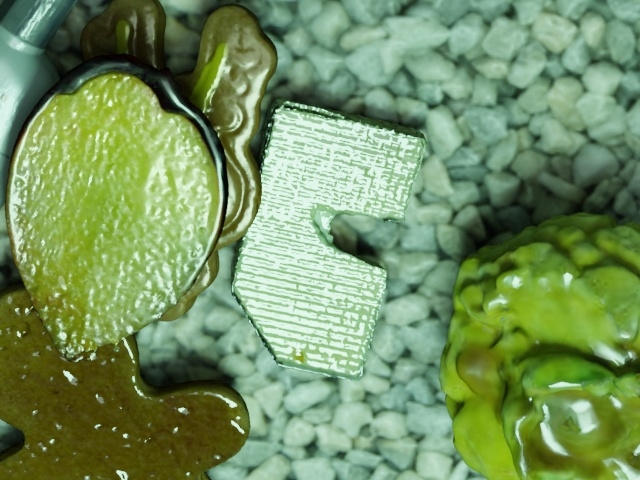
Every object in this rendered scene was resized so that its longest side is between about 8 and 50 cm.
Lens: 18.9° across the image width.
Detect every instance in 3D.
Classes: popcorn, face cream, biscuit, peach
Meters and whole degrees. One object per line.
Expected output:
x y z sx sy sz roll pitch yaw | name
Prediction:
0.230 0.108 1.714 0.224 0.270 0.257 10 75 -35 | popcorn
-0.301 -0.117 1.668 0.144 0.071 0.291 34 101 -15 | face cream
-0.183 0.219 1.793 0.283 0.064 0.432 -23 107 11 | biscuit
0.000 0.000 1.751 0.147 0.046 0.250 10 106 -9 | biscuit
-0.136 -0.070 1.694 0.186 0.044 0.295 8 107 12 | biscuit
-0.176 -0.028 1.657 0.189 0.068 0.279 21 109 2 | peach
